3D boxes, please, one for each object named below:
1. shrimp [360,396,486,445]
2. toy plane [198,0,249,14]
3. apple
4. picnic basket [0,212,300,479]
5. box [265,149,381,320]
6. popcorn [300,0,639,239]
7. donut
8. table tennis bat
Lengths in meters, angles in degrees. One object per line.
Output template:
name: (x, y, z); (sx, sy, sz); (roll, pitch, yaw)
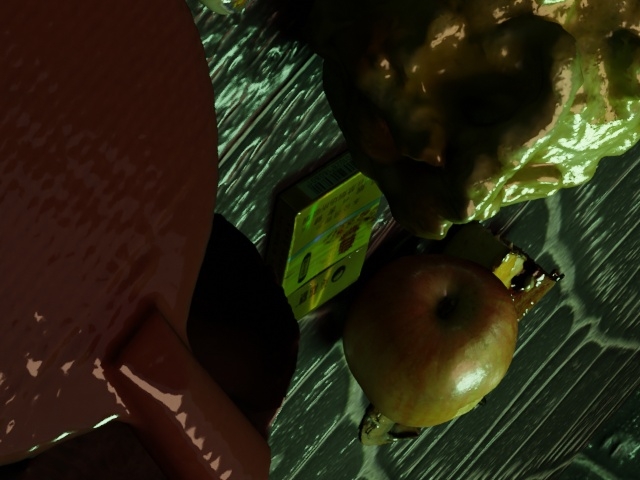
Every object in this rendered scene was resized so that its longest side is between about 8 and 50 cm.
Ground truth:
shrimp: (0.136, 0.218, 2.005); (0.173, 0.058, 0.253); (-44, 156, 11)
toy plane: (-0.085, -0.210, 0.817); (0.092, 0.108, 0.286); (-42, 145, -10)
apple: (0.113, 0.110, 1.610); (0.199, 0.199, 0.199); (-39, 157, -21)
picnic basket: (-0.134, 0.079, 0.984); (0.129, 0.297, 0.222); (27, 101, -22)
box: (0.000, 0.000, 1.412); (0.121, 0.030, 0.193); (-34, 154, -31)
popcorn: (0.120, -0.141, 1.113); (0.237, 0.293, 0.293); (-19, 149, -18)
donut: (0.187, 0.047, 1.766); (0.141, 0.085, 0.217); (-49, 157, 3)
table tennis bat: (-0.128, 0.001, 0.707); (0.268, 0.051, 0.415); (-54, 136, -23)
